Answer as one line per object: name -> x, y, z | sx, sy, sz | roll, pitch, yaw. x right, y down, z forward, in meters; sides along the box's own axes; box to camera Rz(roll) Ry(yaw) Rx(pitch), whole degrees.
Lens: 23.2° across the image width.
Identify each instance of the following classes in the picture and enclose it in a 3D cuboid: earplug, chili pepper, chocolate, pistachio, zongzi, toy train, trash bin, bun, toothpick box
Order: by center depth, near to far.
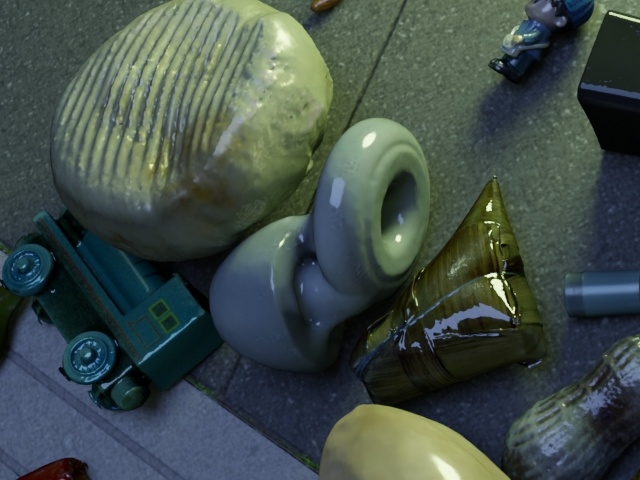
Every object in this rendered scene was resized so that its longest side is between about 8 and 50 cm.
pistachio -> 0.106, 0.312, 1.643 | 0.214, 0.193, 0.318 | -28, 51, -16
chocolate -> 0.295, 0.188, 1.659 | 0.248, 0.110, 0.110 | -43, 60, 6
trash bin -> 0.417, -0.153, 1.708 | 0.226, 0.165, 0.115 | 15, 76, 25
toothpick box -> 0.316, 0.059, 1.731 | 0.083, 0.052, 0.052 | -3, 69, 21
zongzi -> 0.129, 0.057, 1.786 | 0.221, 0.112, 0.242 | -21, 55, 16
earplug -> 0.008, 0.007, 1.800 | 0.175, 0.214, 0.325 | 42, 97, 31
bun -> -0.147, -0.129, 1.904 | 0.365, 0.219, 0.365 | -18, 52, 25
chili pepper -> -0.343, 0.316, 1.911 | 0.123, 0.070, 0.073 | -30, 78, 8
toy train -> -0.265, 0.070, 1.949 | 0.194, 0.120, 0.298 | -39, 60, -3

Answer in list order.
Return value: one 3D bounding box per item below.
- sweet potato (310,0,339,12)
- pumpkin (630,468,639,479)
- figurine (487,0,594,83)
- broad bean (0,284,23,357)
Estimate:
sweet potato -> 0.045, -0.368, 2.023 | 0.044, 0.044, 0.179 | 29, 83, 30
pumpkin -> 0.345, 0.328, 1.543 | 0.148, 0.169, 0.312 | -18, 64, 14
figurine -> 0.264, -0.256, 1.863 | 0.087, 0.086, 0.149 | 32, 96, -5
broad bean -> -0.491, 0.181, 2.027 | 0.325, 0.067, 0.075 | -48, 39, -4
